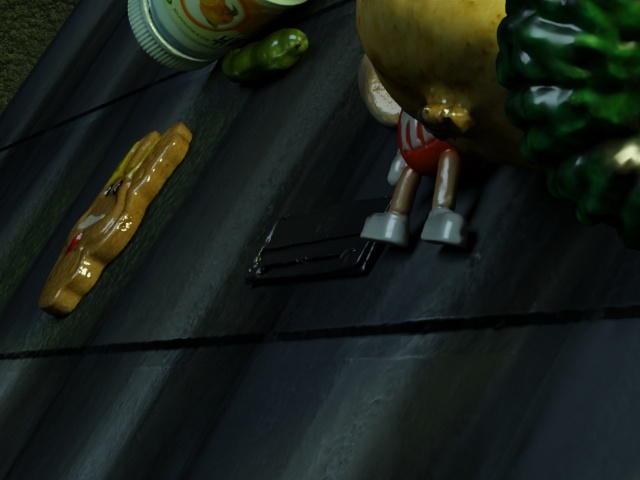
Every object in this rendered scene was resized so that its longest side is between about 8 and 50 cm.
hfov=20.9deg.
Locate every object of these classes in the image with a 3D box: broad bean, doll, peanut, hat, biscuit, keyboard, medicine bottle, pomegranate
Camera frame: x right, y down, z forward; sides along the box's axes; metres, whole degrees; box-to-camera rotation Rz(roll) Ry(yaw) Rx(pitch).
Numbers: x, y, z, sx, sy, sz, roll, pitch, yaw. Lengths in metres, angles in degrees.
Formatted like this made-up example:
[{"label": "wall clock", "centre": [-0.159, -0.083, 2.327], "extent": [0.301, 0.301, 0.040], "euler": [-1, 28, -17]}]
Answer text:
[{"label": "broad bean", "centre": [-0.077, -0.225, 2.145], "extent": [0.065, 0.046, 0.254], "euler": [-44, 15, -18]}, {"label": "doll", "centre": [0.111, -0.096, 1.448], "extent": [0.183, 0.085, 0.217], "euler": [-2, 62, 65]}, {"label": "peanut", "centre": [0.076, -0.144, 1.626], "extent": [0.076, 0.076, 0.152], "euler": [-48, 18, 13]}, {"label": "hat", "centre": [0.254, -0.129, 1.048], "extent": [0.274, 0.242, 0.332], "euler": [-21, 5, 16]}, {"label": "biscuit", "centre": [-0.276, -0.030, 2.261], "extent": [0.295, 0.044, 0.186], "euler": [-59, 18, -20]}, {"label": "keyboard", "centre": [0.000, 0.000, 1.624], "extent": [0.087, 0.017, 0.250], "euler": [-60, 20, -18]}, {"label": "medicine bottle", "centre": [-0.111, -0.344, 2.262], "extent": [0.318, 0.158, 0.158], "euler": [-26, 32, 53]}, {"label": "pomegranate", "centre": [0.145, -0.162, 1.266], "extent": [0.248, 0.248, 0.248], "euler": [-44, 21, 22]}]
